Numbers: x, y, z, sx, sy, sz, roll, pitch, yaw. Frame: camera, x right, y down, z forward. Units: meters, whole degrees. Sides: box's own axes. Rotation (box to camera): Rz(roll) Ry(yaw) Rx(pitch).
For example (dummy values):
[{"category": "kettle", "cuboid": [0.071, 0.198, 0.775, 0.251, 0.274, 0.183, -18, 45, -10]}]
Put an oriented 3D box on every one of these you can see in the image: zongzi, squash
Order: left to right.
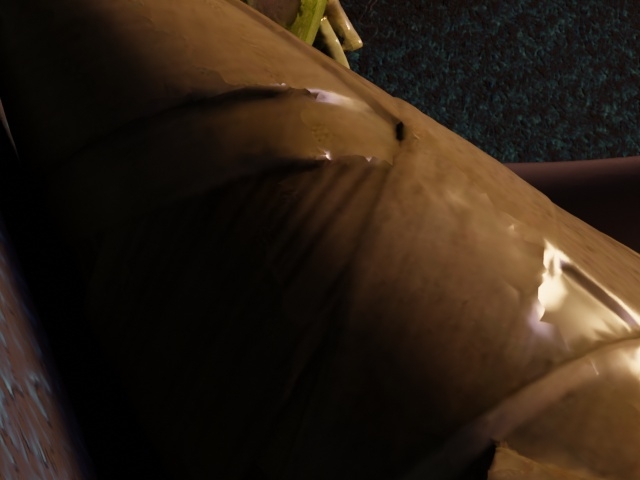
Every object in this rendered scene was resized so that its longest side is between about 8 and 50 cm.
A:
[{"category": "squash", "cuboid": [-0.048, -0.139, 1.450, 0.239, 0.069, 0.069, -62, -143, 44]}, {"category": "zongzi", "cuboid": [0.081, 0.055, 0.808, 0.467, 0.218, 0.500, 59, 12, 12]}]

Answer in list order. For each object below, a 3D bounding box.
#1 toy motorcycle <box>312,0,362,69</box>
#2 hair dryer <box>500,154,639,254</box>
[{"category": "toy motorcycle", "cuboid": [-0.057, -0.174, 1.637, 0.237, 0.169, 0.410, 62, 2, 40]}, {"category": "hair dryer", "cuboid": [-0.010, -0.038, 0.816, 0.361, 0.301, 0.121, 34, 55, -43]}]
